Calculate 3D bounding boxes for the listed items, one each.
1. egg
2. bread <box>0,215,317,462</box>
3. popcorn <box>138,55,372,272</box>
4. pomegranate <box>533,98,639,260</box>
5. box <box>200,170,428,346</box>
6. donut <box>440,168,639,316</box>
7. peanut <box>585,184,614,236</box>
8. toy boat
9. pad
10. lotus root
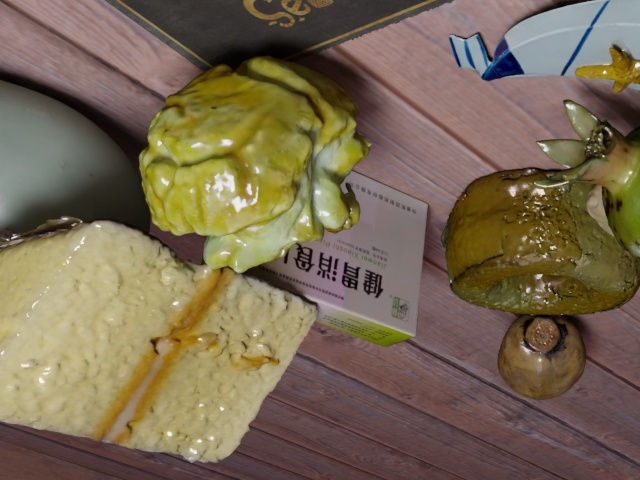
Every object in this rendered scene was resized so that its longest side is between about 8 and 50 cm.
[{"bbox_3d":[-0.358,-0.059,1.167,0.371,0.229,0.230,25,151,-27],"label":"egg"},{"bbox_3d":[-0.287,0.075,1.152,0.405,0.242,0.346,20,175,35],"label":"bread"},{"bbox_3d":[-0.065,-0.079,1.034,0.204,0.221,0.183,22,134,44],"label":"popcorn"},{"bbox_3d":[0.304,-0.046,1.013,0.220,0.156,0.156,2,156,-5],"label":"pomegranate"},{"bbox_3d":[0.000,-0.001,1.242,0.261,0.175,0.062,22,151,-28],"label":"box"},{"bbox_3d":[0.264,0.022,1.295,0.272,0.107,0.272,8,157,3],"label":"donut"},{"bbox_3d":[0.386,-0.036,1.130,0.214,0.098,0.090,2,139,16],"label":"peanut"},{"bbox_3d":[0.250,-0.173,0.956,0.291,0.067,0.220,7,163,34],"label":"toy boat"},{"bbox_3d":[-0.019,-0.204,0.943,0.375,0.063,0.315,-13,148,41],"label":"pad"},{"bbox_3d":[0.326,0.176,1.599,0.125,0.118,0.221,18,157,21],"label":"lotus root"}]
